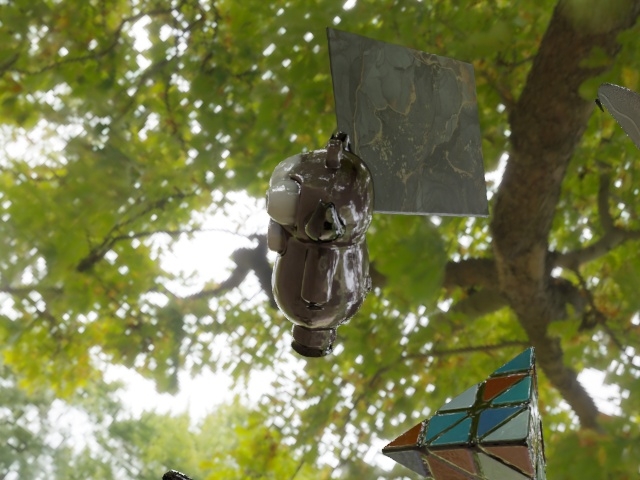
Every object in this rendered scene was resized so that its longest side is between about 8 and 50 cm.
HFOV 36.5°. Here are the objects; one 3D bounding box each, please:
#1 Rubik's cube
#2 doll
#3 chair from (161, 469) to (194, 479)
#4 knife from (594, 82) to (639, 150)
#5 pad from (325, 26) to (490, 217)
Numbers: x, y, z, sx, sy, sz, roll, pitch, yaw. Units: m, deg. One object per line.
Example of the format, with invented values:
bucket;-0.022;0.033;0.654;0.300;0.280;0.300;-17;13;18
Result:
Rubik's cube;0.215;0.269;1.295;0.249;0.285;0.234;2;-12;-1
doll;0.002;0.001;1.093;0.117;0.182;0.257;1;-55;4
chair;-0.154;0.355;1.172;0.140;0.221;0.145;15;-75;38
knife;0.434;-0.076;1.159;0.336;0.043;0.081;61;-36;24
pad;0.137;-0.158;1.383;0.007;0.367;0.248;-9;-96;39
